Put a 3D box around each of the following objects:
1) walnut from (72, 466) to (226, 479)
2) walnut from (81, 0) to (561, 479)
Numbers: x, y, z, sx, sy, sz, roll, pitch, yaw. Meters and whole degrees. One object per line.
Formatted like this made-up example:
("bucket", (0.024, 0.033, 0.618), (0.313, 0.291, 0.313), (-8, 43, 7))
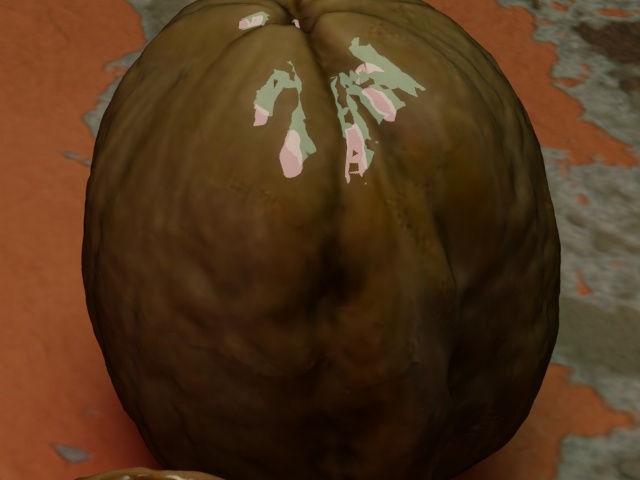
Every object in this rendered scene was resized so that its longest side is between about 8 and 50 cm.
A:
("walnut", (-0.050, 0.190, 0.721), (0.167, 0.087, 0.211), (-14, 42, -39))
("walnut", (0.000, 0.000, 0.841), (0.227, 0.283, 0.283), (-10, 38, -6))
